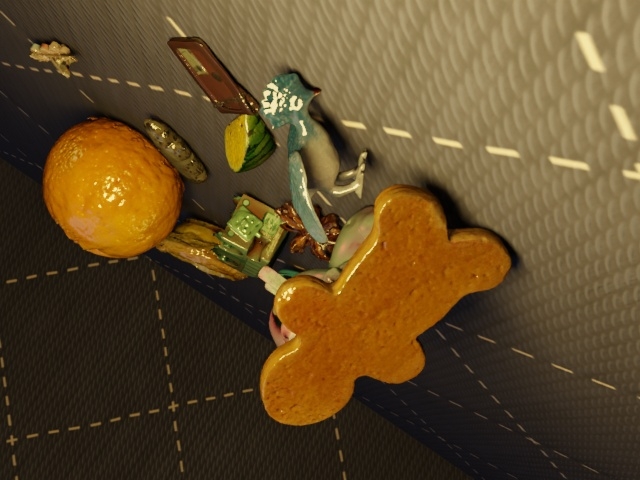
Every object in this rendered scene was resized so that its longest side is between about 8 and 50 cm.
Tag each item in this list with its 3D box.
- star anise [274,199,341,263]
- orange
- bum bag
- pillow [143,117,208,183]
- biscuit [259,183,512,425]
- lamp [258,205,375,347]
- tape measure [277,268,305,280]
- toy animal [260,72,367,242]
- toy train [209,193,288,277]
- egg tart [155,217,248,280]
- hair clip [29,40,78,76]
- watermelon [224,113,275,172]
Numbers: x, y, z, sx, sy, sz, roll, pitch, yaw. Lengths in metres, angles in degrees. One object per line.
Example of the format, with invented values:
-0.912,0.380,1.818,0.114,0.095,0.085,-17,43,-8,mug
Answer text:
0.000,0.003,1.615,0.177,0.073,0.234,2,129,50,star anise
-0.499,-0.115,1.909,0.340,0.293,0.340,34,166,10,orange
-0.171,-0.262,1.280,0.109,0.026,0.159,16,152,49,bum bag
-0.300,-0.181,1.745,0.093,0.051,0.241,32,165,31,pillow
0.061,0.110,1.206,0.283,0.432,0.064,31,-161,-27,biscuit
0.027,0.082,1.377,0.247,0.301,0.247,33,166,18,lamp
-0.061,0.120,2.112,0.125,0.081,0.146,14,165,8,tape measure
-0.019,-0.116,1.173,0.176,0.255,0.239,13,-151,-8,toy animal
-0.165,-0.003,1.874,0.159,0.129,0.326,29,165,-3,toy train
-0.324,0.019,2.248,0.294,0.123,0.294,21,173,3,egg tart
-0.555,-0.387,1.665,0.062,0.056,0.214,26,-177,-42,hair clip
-0.136,-0.162,1.409,0.092,0.075,0.181,42,165,-15,watermelon
